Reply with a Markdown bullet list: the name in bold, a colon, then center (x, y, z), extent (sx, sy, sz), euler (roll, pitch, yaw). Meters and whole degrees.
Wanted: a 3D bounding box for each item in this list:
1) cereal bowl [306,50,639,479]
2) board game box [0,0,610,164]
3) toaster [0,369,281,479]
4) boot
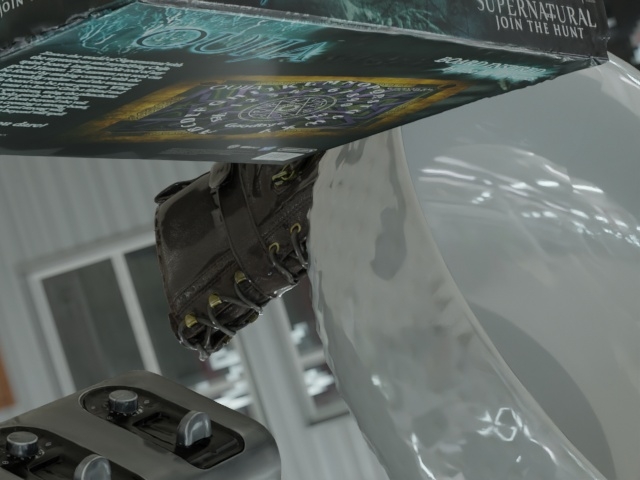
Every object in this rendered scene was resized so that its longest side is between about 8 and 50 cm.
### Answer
- **cereal bowl**: center (0.124, 0.058, 0.832), extent (0.141, 0.339, 0.339), euler (-45, 165, 32)
- **board game box**: center (-0.025, -0.047, 0.443), extent (0.126, 0.026, 0.186), euler (-15, 171, 38)
- **toaster**: center (-0.113, 0.176, 0.869), extent (0.110, 0.186, 0.168), euler (15, -161, 32)
- **boot**: center (0.000, 0.000, 1.085), extent (0.229, 0.263, 0.091), euler (-40, 129, 15)
